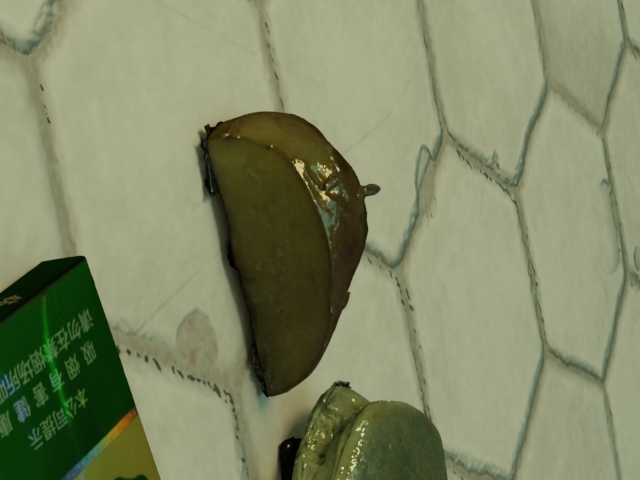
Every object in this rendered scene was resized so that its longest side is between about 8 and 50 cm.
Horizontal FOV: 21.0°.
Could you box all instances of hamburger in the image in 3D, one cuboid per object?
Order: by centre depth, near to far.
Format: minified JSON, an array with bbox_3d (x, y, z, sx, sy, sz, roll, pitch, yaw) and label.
[{"bbox_3d":[0.030,0.164,1.081,0.133,0.062,0.140,44,51,-42],"label":"hamburger"}]

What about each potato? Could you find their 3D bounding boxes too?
[{"bbox_3d":[0.000,0.000,1.059,0.100,0.089,0.172,-29,108,-63],"label":"potato"}]

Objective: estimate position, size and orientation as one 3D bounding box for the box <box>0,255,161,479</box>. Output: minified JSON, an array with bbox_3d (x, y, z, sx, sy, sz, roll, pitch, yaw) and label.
[{"bbox_3d":[-0.124,0.140,0.854,0.132,0.034,0.235,-44,122,-57],"label":"box"}]

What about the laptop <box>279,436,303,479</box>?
[{"bbox_3d":[0.017,0.222,1.119,0.135,0.016,0.197,4,81,-60],"label":"laptop"}]
